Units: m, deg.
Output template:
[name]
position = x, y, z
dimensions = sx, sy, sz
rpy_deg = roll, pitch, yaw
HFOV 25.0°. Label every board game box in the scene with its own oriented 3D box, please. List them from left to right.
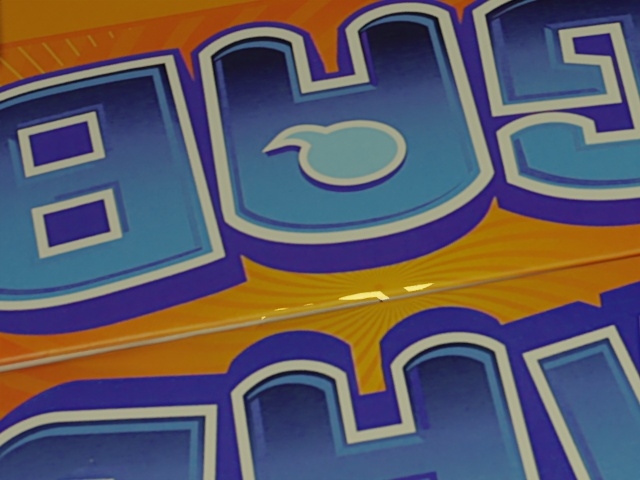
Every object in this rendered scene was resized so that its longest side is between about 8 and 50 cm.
[board game box]
position = 0.031, 0.112, 0.596
dimensions = 0.356, 0.356, 0.356
rpy_deg = 83, 177, -57
